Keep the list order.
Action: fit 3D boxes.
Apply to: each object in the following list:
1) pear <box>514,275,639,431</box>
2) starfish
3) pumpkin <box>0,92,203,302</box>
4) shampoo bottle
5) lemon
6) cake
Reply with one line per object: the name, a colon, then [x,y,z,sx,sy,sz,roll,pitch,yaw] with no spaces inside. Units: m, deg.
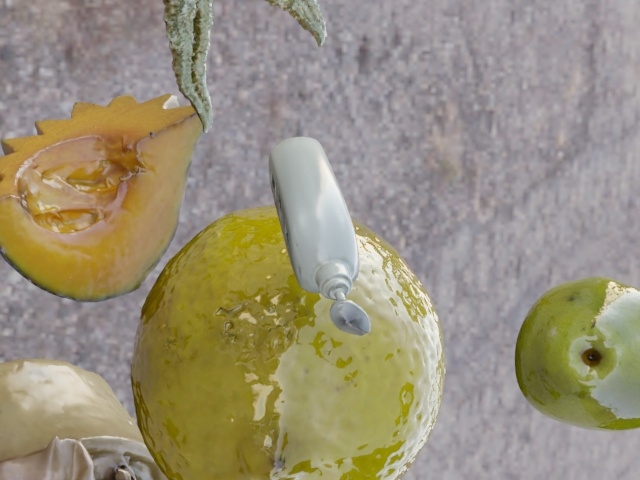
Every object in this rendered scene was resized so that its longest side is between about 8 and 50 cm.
pear: [0.151,0.062,0.690,0.097,0.092,0.092,65,33,-80]
starfish: [-0.111,-0.265,1.080,0.347,0.078,0.357,-13,123,-49]
pumpkin: [-0.220,-0.035,1.188,0.254,0.130,0.149,-32,121,-35]
shampoo bottle: [0.000,0.000,0.801,0.152,0.045,0.077,-106,-173,-52]
lemon: [-0.025,0.095,0.982,0.267,0.267,0.267,5,90,-67]
cake: [-0.276,0.325,1.251,0.332,0.321,0.332,-24,140,-22]
